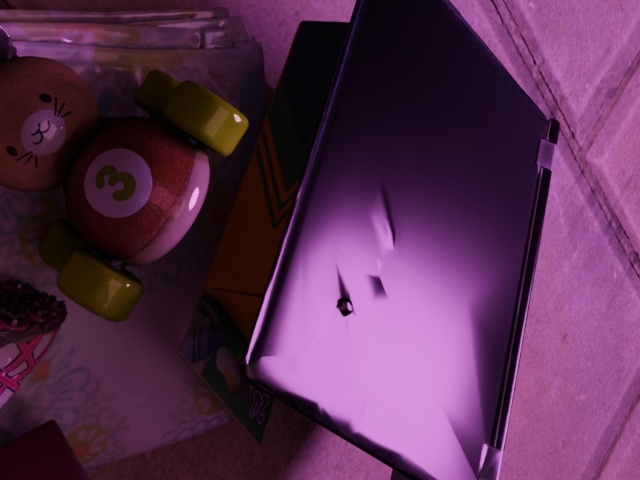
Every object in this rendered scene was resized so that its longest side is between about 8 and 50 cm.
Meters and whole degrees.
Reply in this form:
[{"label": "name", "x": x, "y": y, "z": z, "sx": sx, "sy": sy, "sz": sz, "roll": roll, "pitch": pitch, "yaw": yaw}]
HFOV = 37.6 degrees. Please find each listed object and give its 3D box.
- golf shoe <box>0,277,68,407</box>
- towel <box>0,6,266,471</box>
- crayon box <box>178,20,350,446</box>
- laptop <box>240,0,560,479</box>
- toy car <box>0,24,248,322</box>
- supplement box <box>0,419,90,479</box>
[{"label": "golf shoe", "x": -0.223, "y": 0.079, "z": 0.590, "sx": 0.186, "sy": 0.068, "sz": 0.085, "roll": -52, "pitch": 165, "yaw": -72}, {"label": "towel", "x": -0.190, "y": 0.005, "z": 0.740, "sx": 0.321, "sy": 0.090, "sz": 0.374, "roll": -9, "pitch": 106, "yaw": -38}, {"label": "crayon box", "x": 0.000, "y": 0.000, "z": 0.809, "sx": 0.203, "sy": 0.083, "sz": 0.322, "roll": 66, "pitch": 37, "yaw": -55}, {"label": "laptop", "x": 0.058, "y": 0.034, "z": 0.832, "sx": 0.237, "sy": 0.408, "sz": 0.381, "roll": 20, "pitch": 63, "yaw": -6}, {"label": "toy car", "x": -0.173, "y": -0.066, "z": 0.596, "sx": 0.188, "sy": 0.149, "sz": 0.155, "roll": 32, "pitch": 89, "yaw": -29}, {"label": "supplement box", "x": -0.212, "y": 0.227, "z": 0.694, "sx": 0.104, "sy": 0.081, "sz": 0.188, "roll": -26, "pitch": 149, "yaw": -22}]
